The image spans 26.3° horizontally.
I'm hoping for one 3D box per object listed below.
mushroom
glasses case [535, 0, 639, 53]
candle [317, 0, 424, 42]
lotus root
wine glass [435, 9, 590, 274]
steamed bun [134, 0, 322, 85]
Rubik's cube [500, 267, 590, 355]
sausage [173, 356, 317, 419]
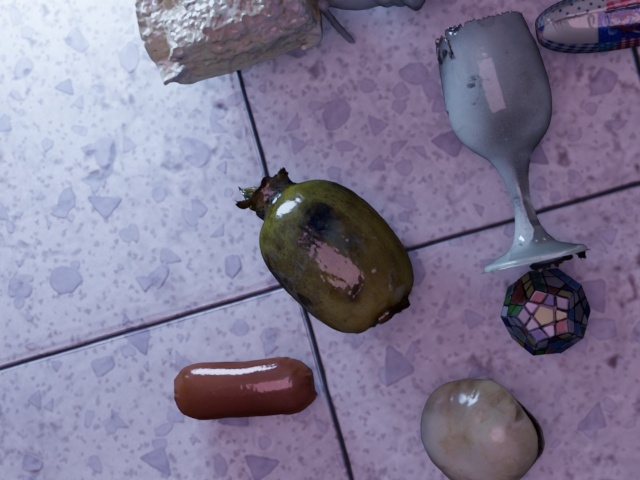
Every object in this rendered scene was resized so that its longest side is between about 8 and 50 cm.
[{"bbox_3d":[0.201,0.236,1.703,0.154,0.122,0.154,20,131,25],"label":"mushroom"},{"bbox_3d":[0.422,-0.281,1.646,0.327,0.125,0.076,-10,87,13],"label":"glasses case"},{"bbox_3d":[0.091,-0.415,1.677,0.221,0.221,0.342,37,97,11],"label":"candle"},{"bbox_3d":[0.001,-0.001,1.730,0.278,0.154,0.154,45,99,13],"label":"lotus root"},{"bbox_3d":[0.232,-0.117,1.683,0.143,0.143,0.321,-12,87,13],"label":"wine glass"},{"bbox_3d":[-0.132,-0.308,1.737,0.225,0.170,0.200,-25,53,16],"label":"steamed bun"},{"bbox_3d":[0.278,0.088,1.692,0.093,0.111,0.111,-1,89,35],"label":"Rubik's cube"},{"bbox_3d":[-0.099,0.193,1.791,0.194,0.077,0.077,-6,88,13],"label":"sausage"}]
